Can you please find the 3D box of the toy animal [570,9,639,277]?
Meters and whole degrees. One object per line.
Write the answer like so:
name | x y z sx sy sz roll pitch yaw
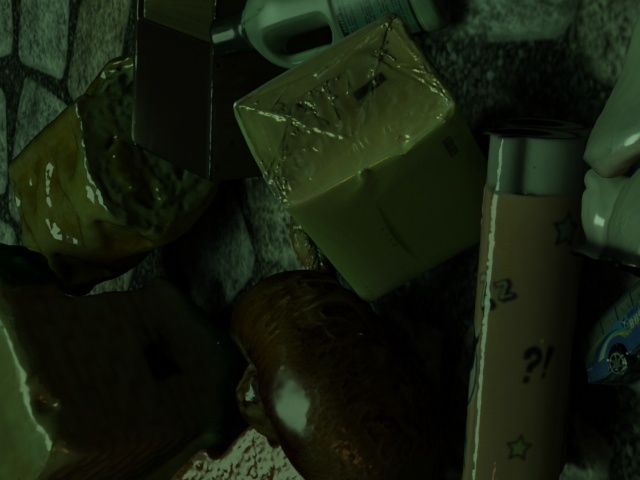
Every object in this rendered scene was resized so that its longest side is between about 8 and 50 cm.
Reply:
toy animal | 0.275 -0.079 1.155 0.174 0.249 0.289 18 70 23

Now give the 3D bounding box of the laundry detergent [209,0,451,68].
laundry detergent | 0.002 -0.212 1.581 0.226 0.070 0.099 -14 95 22

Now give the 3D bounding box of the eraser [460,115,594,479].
eraser | 0.166 0.052 1.393 0.171 0.087 0.290 -40 -45 -74

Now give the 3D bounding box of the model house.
model house | -0.297 0.193 1.954 0.382 0.343 0.334 -38 67 39

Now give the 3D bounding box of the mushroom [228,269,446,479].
mushroom | 0.015 0.138 1.567 0.153 0.253 0.253 -35 53 5

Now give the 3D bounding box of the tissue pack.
tissue pack | 0.049 -0.062 1.435 0.125 0.159 0.234 63 -175 28

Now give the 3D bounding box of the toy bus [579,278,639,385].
toy bus | 0.257 0.060 1.327 0.153 0.051 0.061 -53 44 46

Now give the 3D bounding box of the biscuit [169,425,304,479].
biscuit | -0.056 0.294 1.744 0.306 0.043 0.283 2 82 32

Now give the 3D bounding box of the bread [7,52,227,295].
bread | -0.225 -0.074 1.944 0.252 0.196 0.238 -20 78 60

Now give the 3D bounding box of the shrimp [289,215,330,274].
shrimp | 0.000 0.000 1.748 0.091 0.025 0.127 -45 53 48

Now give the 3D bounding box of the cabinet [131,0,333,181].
cabinet | -0.086 -0.189 1.754 0.175 0.148 0.215 26 118 54
